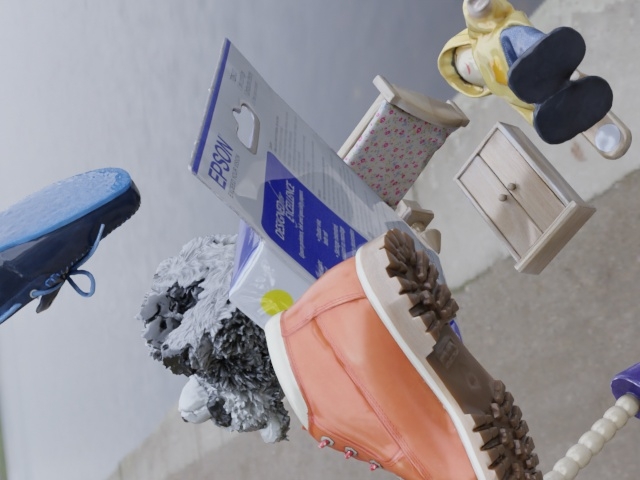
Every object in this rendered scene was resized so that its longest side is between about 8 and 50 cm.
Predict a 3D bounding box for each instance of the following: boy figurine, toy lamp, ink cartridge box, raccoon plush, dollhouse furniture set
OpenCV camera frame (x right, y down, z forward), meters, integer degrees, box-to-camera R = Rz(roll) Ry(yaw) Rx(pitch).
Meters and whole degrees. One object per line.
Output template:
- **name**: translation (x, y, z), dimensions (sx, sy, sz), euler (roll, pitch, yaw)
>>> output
- **boy figurine**: translation (0.196, -0.189, 1.002), dimensions (0.177, 0.092, 0.285), euler (53, -179, -21)
- **toy lamp**: translation (0.355, 0.247, 1.218), dimensions (0.080, 0.275, 0.080), euler (44, 157, 24)
- **ink cartridge box**: translation (0.000, 0.000, 0.793), dimensions (0.072, 0.307, 0.303), euler (-42, 20, 19)
- **raccoon plush**: translation (-0.042, 0.126, 1.389), dimensions (0.299, 0.447, 0.216), euler (48, -157, -39)
- **dollhouse furniture set**: translation (0.149, -0.085, 1.105), dimensions (0.303, 0.356, 0.173), euler (-54, 49, 27)

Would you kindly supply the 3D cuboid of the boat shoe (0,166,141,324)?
- **boat shoe**: translation (-0.276, 0.025, 0.876), dimensions (0.089, 0.258, 0.109), euler (64, 172, -31)

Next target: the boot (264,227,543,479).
- **boot**: translation (0.039, 0.082, 0.417), dimensions (0.085, 0.059, 0.157), euler (-32, 85, 23)
